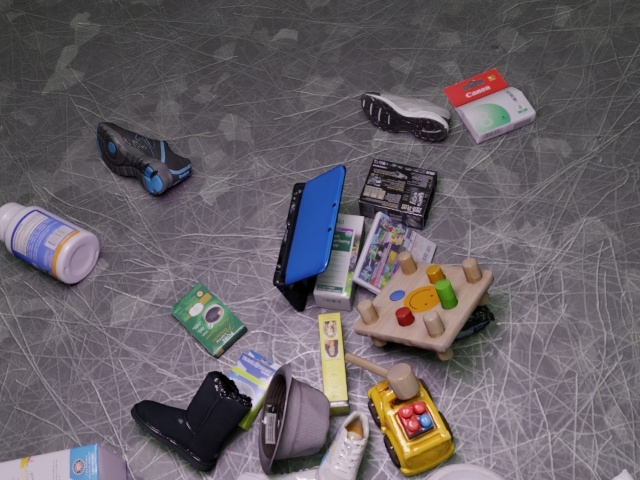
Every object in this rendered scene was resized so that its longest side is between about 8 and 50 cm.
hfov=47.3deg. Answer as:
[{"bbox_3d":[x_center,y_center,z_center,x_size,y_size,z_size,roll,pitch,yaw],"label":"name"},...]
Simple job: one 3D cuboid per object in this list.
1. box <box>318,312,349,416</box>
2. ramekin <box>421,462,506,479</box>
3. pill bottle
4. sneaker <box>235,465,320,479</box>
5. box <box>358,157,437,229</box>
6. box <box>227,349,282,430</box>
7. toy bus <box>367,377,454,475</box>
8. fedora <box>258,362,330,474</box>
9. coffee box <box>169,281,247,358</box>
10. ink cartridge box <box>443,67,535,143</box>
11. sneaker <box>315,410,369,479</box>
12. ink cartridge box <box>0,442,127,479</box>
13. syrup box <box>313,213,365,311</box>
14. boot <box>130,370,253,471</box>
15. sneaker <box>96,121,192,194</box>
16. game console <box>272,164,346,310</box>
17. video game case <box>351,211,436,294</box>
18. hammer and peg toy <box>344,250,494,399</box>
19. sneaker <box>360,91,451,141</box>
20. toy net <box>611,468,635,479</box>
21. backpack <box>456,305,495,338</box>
[{"bbox_3d":[0.032,0.298,1.756,0.058,0.087,0.232,-6,60,1],"label":"box"},{"bbox_3d":[0.310,0.597,1.536,0.272,0.127,0.273,-3,61,5],"label":"ramekin"},{"bbox_3d":[-0.749,-0.002,1.976,0.272,0.152,0.152,24,67,19],"label":"pill bottle"},{"bbox_3d":[-0.043,0.554,1.633,0.290,0.106,0.123,13,46,11],"label":"sneaker"},{"bbox_3d":[0.209,-0.126,1.963,0.180,0.078,0.147,13,64,14],"label":"box"},{"bbox_3d":[-0.177,0.357,1.775,0.109,0.042,0.178,25,69,18],"label":"box"},{"bbox_3d":[0.194,0.383,1.619,0.149,0.211,0.220,-24,60,-4],"label":"toy bus"},{"bbox_3d":[-0.053,0.403,1.633,0.124,0.275,0.244,13,81,-12],"label":"fedora"},{"bbox_3d":[-0.287,0.204,1.870,0.184,0.040,0.113,39,73,24],"label":"coffee box"},{"bbox_3d":[0.480,-0.401,2.092,0.180,0.056,0.225,-22,63,-5],"label":"ink cartridge box"},{"bbox_3d":[0.051,0.470,1.597,0.087,0.092,0.229,22,33,0],"label":"sneaker"},{"bbox_3d":[-0.586,0.589,1.612,0.269,0.197,0.198,-11,62,1],"label":"ink cartridge box"},{"bbox_3d":[0.052,0.053,1.878,0.093,0.096,0.237,7,64,10],"label":"syrup box"},{"bbox_3d":[-0.297,0.386,1.703,0.246,0.094,0.207,33,96,15],"label":"boot"},{"bbox_3d":[-0.519,-0.247,2.118,0.340,0.125,0.139,36,44,25],"label":"sneaker"},{"bbox_3d":[0.000,0.000,1.808,0.173,0.250,0.293,0,61,22],"label":"game console"},{"bbox_3d":[0.189,0.054,1.850,0.183,0.023,0.201,29,66,-15],"label":"video game case"},{"bbox_3d":[0.201,0.174,1.658,0.265,0.127,0.361,6,42,43],"label":"hammer and peg toy"},{"bbox_3d":[0.244,-0.367,2.088,0.271,0.100,0.108,20,52,13],"label":"sneaker"},{"bbox_3d":[0.733,0.542,1.563,0.232,0.045,0.122,-9,63,4],"label":"toy net"},{"bbox_3d":[0.345,0.184,1.777,0.114,0.084,0.105,-24,64,-11],"label":"backpack"}]
